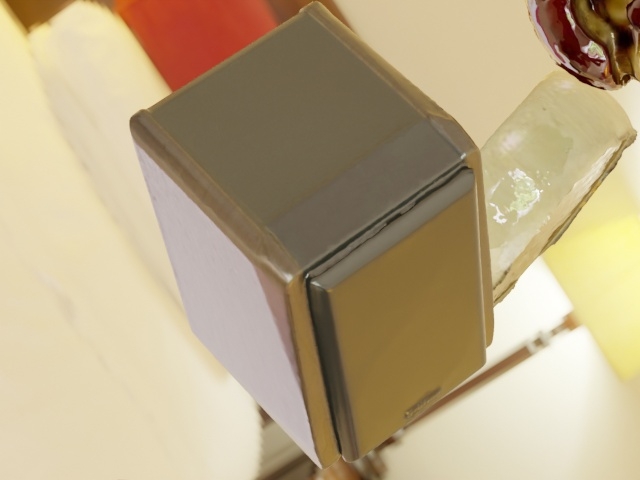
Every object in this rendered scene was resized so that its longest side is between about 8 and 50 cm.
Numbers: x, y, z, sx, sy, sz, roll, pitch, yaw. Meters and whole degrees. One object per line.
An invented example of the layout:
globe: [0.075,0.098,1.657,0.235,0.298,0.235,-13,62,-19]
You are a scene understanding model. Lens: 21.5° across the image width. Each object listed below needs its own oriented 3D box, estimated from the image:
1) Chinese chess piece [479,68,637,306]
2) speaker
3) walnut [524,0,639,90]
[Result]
Chinese chess piece: [0.198,-0.048,1.638,0.103,0.250,0.250,39,7,9]
speaker: [0.000,0.000,1.074,0.192,0.153,0.231,46,-19,31]
walnut: [0.261,-0.203,1.303,0.269,0.221,0.244,-48,120,-53]
